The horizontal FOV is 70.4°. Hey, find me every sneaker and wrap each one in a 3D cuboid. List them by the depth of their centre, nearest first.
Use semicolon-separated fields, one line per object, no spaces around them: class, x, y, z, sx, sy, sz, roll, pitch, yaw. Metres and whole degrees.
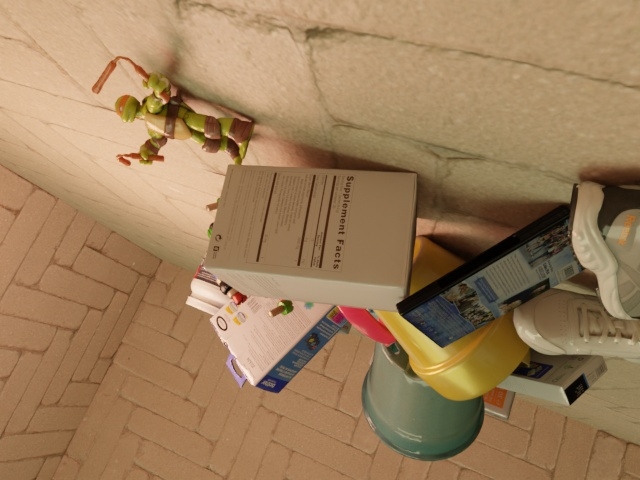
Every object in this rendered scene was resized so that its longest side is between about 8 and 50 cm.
sneaker;0.376;0.025;0.522;0.107;0.100;0.271;-1;153;46
sneaker;0.459;0.125;0.715;0.304;0.114;0.152;7;161;-9

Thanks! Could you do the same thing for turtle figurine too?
turtle figurine;-0.221;-0.175;0.705;0.217;0.087;0.269;16;152;-15

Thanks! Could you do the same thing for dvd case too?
dvd case;0.250;0.065;0.654;0.180;0.253;0.022;40;-158;-47

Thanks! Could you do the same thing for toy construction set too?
toy construction set;-0.108;0.044;1.151;0.237;0.258;0.308;-22;-139;-41

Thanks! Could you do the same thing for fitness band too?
fitness band;0.099;0.116;1.015;0.209;0.054;0.291;46;-163;-18

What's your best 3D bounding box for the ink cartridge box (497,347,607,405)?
ink cartridge box;0.572;0.345;1.240;0.065;0.165;0.332;65;157;-7

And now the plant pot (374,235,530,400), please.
plant pot;0.226;0.126;0.861;0.239;0.254;0.254;41;163;-6

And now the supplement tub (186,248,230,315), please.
supplement tub;-0.299;0.111;1.470;0.191;0.272;0.191;21;165;6

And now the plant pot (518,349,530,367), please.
plant pot;0.490;0.263;1.192;0.134;0.095;0.134;21;166;5

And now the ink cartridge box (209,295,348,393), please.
ink cartridge box;-0.131;0.239;1.303;0.270;0.395;0.151;44;177;36

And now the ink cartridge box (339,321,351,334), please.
ink cartridge box;0.042;0.195;1.455;0.128;0.176;0.127;28;165;-21

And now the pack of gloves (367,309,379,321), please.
pack of gloves;0.102;0.167;1.274;0.195;0.046;0.232;47;158;16

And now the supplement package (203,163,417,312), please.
supplement package;0.000;0.000;0.721;0.292;0.176;0.177;5;161;13

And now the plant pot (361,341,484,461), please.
plant pot;0.271;0.329;1.164;0.340;0.341;0.334;17;140;22

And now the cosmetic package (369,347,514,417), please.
cosmetic package;0.422;0.399;1.520;0.452;0.230;0.161;14;163;27
